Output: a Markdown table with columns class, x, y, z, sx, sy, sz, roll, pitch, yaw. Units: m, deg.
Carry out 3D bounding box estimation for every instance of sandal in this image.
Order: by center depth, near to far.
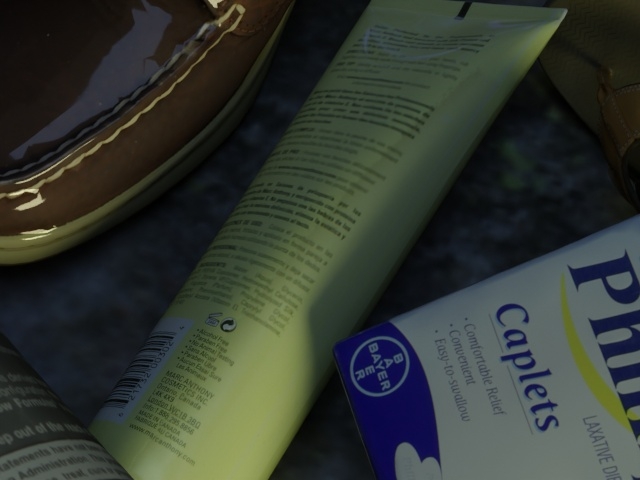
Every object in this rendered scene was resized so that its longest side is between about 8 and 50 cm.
| class | x | y | z | sx | sy | sz | roll | pitch | yaw |
| --- | --- | --- | --- | --- | --- | --- | --- | --- | --- |
| sandal | 0.134 | -0.026 | 0.638 | 0.049 | 0.072 | 0.180 | -16 | 65 | -39 |

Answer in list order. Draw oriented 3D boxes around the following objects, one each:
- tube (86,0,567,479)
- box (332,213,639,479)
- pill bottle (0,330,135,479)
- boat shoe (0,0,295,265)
| class | x | y | z | sx | sy | sz | roll | pitch | yaw |
| --- | --- | --- | --- | --- | --- | --- | --- | --- | --- |
| tube | 0.000 | 0.000 | 0.637 | 0.070 | 0.062 | 0.240 | 31 | 66 | 2 |
| box | 0.091 | 0.070 | 0.572 | 0.137 | 0.072 | 0.126 | -24 | 64 | 10 |
| pill bottle | -0.175 | 0.063 | 0.548 | 0.162 | 0.162 | 0.278 | -38 | 69 | -17 |
| boat shoe | -0.044 | -0.142 | 0.673 | 0.123 | 0.123 | 0.342 | 36 | 69 | 17 |
